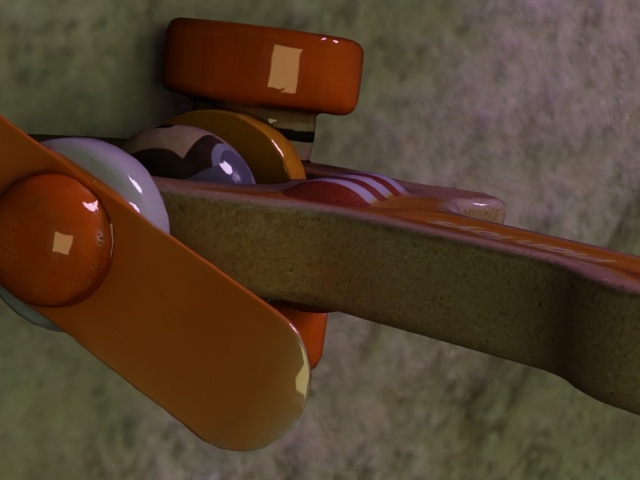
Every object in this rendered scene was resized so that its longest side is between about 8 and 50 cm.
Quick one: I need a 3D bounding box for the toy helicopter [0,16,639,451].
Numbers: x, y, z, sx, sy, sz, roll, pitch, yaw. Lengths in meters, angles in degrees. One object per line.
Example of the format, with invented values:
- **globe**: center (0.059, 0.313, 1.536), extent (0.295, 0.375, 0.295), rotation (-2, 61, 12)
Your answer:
- **toy helicopter**: center (0.000, 0.000, 0.516), extent (0.235, 0.355, 0.140), rotation (2, 99, -46)
